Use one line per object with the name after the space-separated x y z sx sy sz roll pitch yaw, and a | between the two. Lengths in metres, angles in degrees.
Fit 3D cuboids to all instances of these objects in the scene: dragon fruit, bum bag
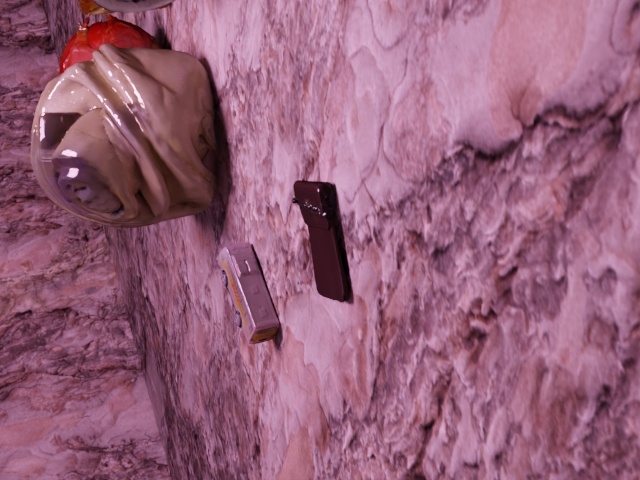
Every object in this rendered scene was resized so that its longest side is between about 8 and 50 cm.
-0.399 -0.307 1.967 0.241 0.240 0.252 141 141 -69 | dragon fruit
0.000 0.000 1.302 0.109 0.026 0.160 -172 71 -69 | bum bag

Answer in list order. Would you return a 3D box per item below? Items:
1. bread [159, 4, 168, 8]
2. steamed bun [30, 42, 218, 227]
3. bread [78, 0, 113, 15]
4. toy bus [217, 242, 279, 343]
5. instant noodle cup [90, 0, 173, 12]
-0.318 -0.478 1.861 0.083 0.070 0.077 104 148 -49 | bread
-0.354 -0.149 1.742 0.346 0.237 0.394 44 127 1 | steamed bun
-0.486 -0.628 2.197 0.274 0.114 0.185 150 106 -68 | bread
-0.119 0.084 1.654 0.172 0.057 0.072 68 153 24 | toy bus
-0.291 -0.490 1.493 0.214 0.296 0.296 62 157 19 | instant noodle cup
